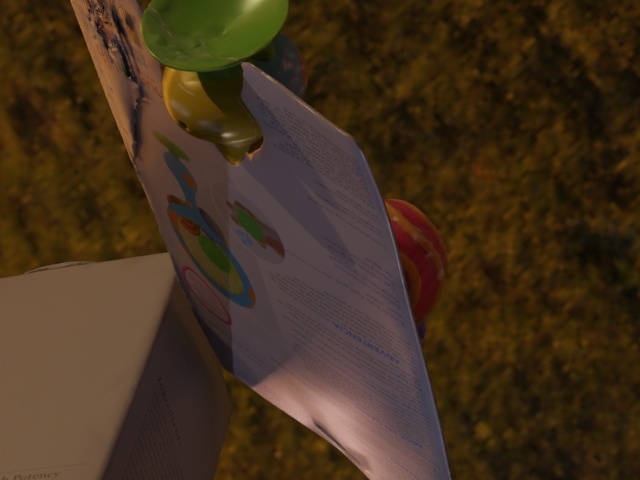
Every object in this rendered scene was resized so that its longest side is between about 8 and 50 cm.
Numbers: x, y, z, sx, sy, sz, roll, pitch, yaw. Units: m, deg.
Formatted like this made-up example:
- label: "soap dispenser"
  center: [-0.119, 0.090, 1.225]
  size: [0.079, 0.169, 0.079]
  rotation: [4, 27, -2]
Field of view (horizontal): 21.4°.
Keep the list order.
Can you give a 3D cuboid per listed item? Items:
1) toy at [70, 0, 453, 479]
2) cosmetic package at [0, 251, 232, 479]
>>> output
- label: "toy"
  center: [0.000, 0.000, 0.558]
  size: [0.137, 0.056, 0.237]
  rotation: [36, 161, 33]
- label: "cosmetic package"
  center: [-0.109, 0.097, 0.604]
  size: [0.117, 0.231, 0.085]
  rotation: [-8, 115, 12]
